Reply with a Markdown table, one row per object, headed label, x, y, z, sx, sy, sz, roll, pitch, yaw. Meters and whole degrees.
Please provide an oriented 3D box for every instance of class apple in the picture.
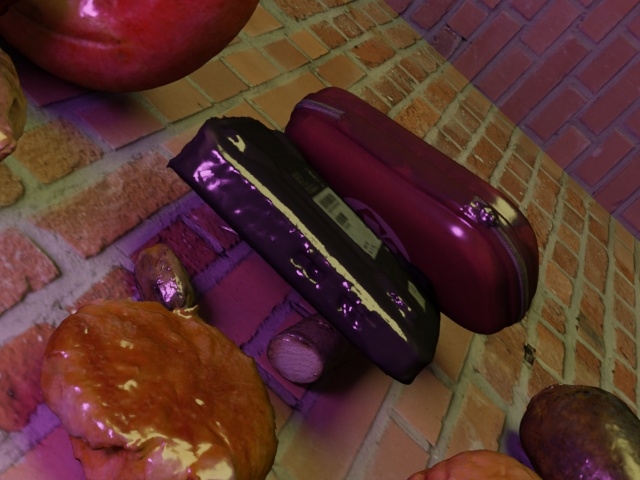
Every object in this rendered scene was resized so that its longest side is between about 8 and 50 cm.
| label | x | y | z | sx | sy | sz | roll | pitch | yaw |
| --- | --- | --- | --- | --- | --- | --- | --- | --- | --- |
| apple | -0.236 | -0.357 | 1.266 | 0.364 | 0.364 | 0.364 | 35 | 24 | -19 |

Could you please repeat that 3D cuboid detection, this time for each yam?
| label | x | y | z | sx | sy | sz | roll | pitch | yaw |
| --- | --- | --- | --- | --- | --- | --- | --- | --- | --- |
| yam | -0.003 | 0.115 | 1.184 | 0.069 | 0.069 | 0.146 | 48 | 24 | 10 |

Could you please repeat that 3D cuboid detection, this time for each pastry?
| label | x | y | z | sx | sy | sz | roll | pitch | yaw |
| --- | --- | --- | --- | --- | --- | --- | --- | --- | --- |
| pastry | -0.132 | 0.139 | 0.895 | 0.218 | 0.100 | 0.229 | 47 | 28 | 19 |

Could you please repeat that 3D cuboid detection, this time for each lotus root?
| label | x | y | z | sx | sy | sz | roll | pitch | yaw |
| --- | --- | --- | --- | --- | --- | --- | --- | --- | --- |
| lotus root | 0.360 | 0.301 | 1.350 | 0.160 | 0.152 | 0.275 | 10 | 37 | -39 |
| lotus root | -0.157 | 0.046 | 1.071 | 0.049 | 0.054 | 0.099 | 29 | 25 | -53 |

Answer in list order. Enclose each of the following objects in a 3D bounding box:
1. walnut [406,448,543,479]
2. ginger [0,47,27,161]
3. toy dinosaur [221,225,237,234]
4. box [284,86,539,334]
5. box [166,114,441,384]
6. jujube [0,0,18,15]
| label | x | y | z | sx | sy | sz | roll | pitch | yaw |
| --- | --- | --- | --- | --- | --- | --- | --- | --- | --- |
| walnut | 0.131 | 0.290 | 0.937 | 0.195 | 0.195 | 0.221 | 39 | 28 | -10 |
| ginger | -0.389 | -0.140 | 0.935 | 0.270 | 0.123 | 0.219 | 12 | 29 | -37 |
| toy dinosaur | -0.040 | 0.022 | 1.334 | 0.180 | 0.037 | 0.058 | 33 | 11 | -35 |
| box | 0.111 | -0.038 | 1.388 | 0.404 | 0.108 | 0.263 | 38 | -19 | 32 |
| box | 0.000 | 0.000 | 1.212 | 0.350 | 0.091 | 0.359 | 44 | 10 | 0 |
| jujube | -0.413 | -0.306 | 1.033 | 0.290 | 0.197 | 0.197 | 10 | 26 | 2 |
